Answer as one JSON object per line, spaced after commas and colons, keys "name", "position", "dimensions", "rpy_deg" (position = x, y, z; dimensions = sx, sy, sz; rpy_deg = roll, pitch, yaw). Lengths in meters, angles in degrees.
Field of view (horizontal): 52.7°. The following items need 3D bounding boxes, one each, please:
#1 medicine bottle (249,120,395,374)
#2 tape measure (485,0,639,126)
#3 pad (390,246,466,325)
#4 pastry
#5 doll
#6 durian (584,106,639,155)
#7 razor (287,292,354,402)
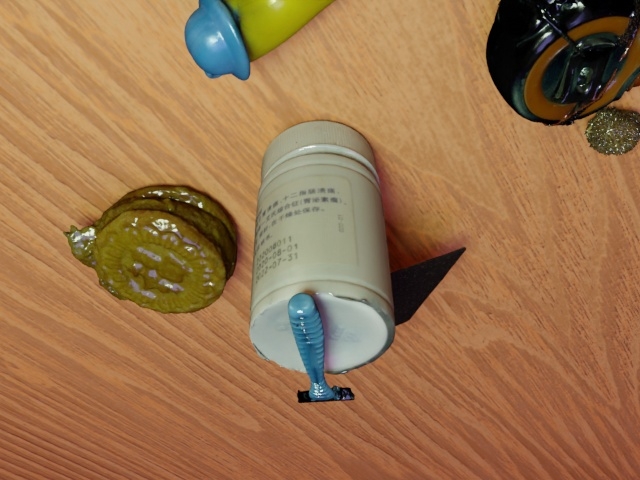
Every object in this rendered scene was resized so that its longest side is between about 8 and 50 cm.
{"name": "medicine bottle", "position": [0.000, 0.000, 0.923], "dimensions": [0.189, 0.332, 0.190], "rpy_deg": [0, 139, 0]}
{"name": "tape measure", "position": [0.320, -0.252, 0.822], "dimensions": [0.202, 0.135, 0.223], "rpy_deg": [-11, 140, -4]}
{"name": "pad", "position": [0.113, 0.117, 1.149], "dimensions": [0.220, 0.004, 0.330], "rpy_deg": [-17, 156, -21]}
{"name": "pastry", "position": [-0.258, 0.018, 1.077], "dimensions": [0.235, 0.132, 0.240], "rpy_deg": [-11, 128, 20]}
{"name": "doll", "position": [-0.014, -0.309, 0.731], "dimensions": [0.363, 0.145, 0.199], "rpy_deg": [-39, 164, 26]}
{"name": "durian", "position": [0.439, -0.163, 0.955], "dimensions": [0.091, 0.080, 0.080], "rpy_deg": [0, 140, 29]}
{"name": "razor", "position": [-0.006, 0.150, 0.810], "dimensions": [0.081, 0.042, 0.253], "rpy_deg": [-4, 138, 5]}
